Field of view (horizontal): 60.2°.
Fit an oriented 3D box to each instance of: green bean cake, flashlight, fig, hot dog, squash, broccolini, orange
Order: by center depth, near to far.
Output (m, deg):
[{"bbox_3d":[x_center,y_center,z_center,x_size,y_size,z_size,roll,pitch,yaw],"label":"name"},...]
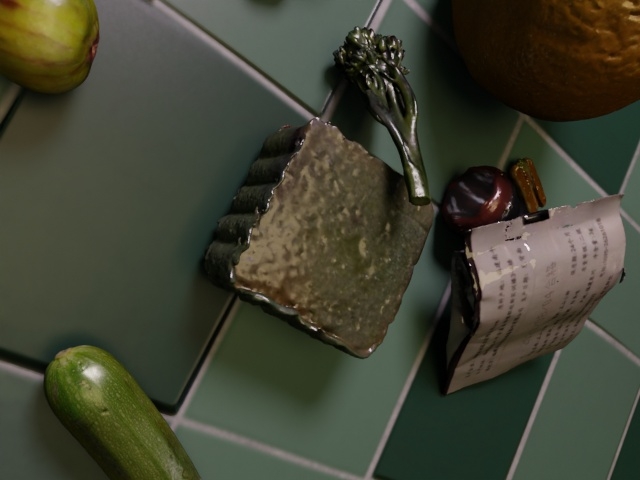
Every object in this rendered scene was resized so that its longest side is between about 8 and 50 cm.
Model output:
[{"bbox_3d":[-0.232,-0.177,0.386,0.166,0.093,0.093,37,76,-9],"label":"fig"},{"bbox_3d":[-0.156,0.184,0.474,0.066,0.066,0.229,-34,113,-23],"label":"squash"},{"bbox_3d":[0.077,-0.124,0.522,0.068,0.203,0.091,-33,151,17],"label":"broccolini"},{"bbox_3d":[0.000,0.000,0.528,0.181,0.094,0.173,31,79,-30],"label":"green bean cake"},{"bbox_3d":[0.262,-0.250,0.564,0.264,0.264,0.265,-4,97,-30],"label":"orange"},{"bbox_3d":[0.249,0.002,0.682,0.232,0.093,0.093,33,78,-29],"label":"flashlight"},{"bbox_3d":[0.270,-0.072,0.725,0.037,0.021,0.083,-33,112,-13],"label":"hot dog"}]

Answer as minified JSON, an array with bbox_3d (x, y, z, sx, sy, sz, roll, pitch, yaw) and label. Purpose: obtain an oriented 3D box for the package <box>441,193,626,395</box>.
[{"bbox_3d":[0.243,0.076,0.641,0.203,0.062,0.251,-13,126,-14],"label":"package"}]
